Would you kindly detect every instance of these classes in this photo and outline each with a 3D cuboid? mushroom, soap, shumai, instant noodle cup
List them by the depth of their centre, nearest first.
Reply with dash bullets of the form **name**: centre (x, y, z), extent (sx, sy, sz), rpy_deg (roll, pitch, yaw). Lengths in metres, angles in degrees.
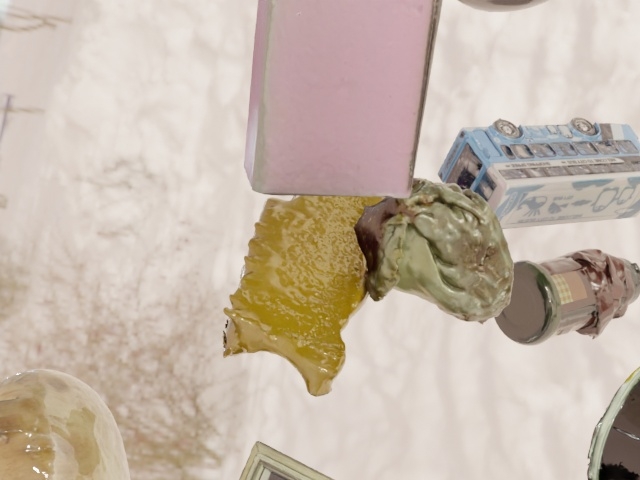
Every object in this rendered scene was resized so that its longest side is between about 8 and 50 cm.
- **soap**: centre (0.021, -0.174, 1.147), extent (0.081, 0.181, 0.259), rpy_deg (-112, 25, -60)
- **instant noodle cup**: centre (0.442, 0.255, 1.198), extent (0.236, 0.215, 0.216), rpy_deg (19, 98, 46)
- **shumai**: centre (0.121, 0.022, 1.249), extent (0.184, 0.142, 0.184), rpy_deg (58, 163, 29)
- **mushroom**: centre (-0.323, 0.269, 1.311), extent (0.184, 0.255, 0.255), rpy_deg (-19, 47, 16)
- **soap**: centre (0.000, 0.000, 1.333), extent (0.339, 0.169, 0.304), rpy_deg (-113, 41, -85)

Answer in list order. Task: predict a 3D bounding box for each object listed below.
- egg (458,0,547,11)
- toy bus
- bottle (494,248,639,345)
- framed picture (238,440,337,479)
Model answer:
- **egg**: centre (0.249, -0.366, 1.407), extent (0.198, 0.146, 0.146), rpy_deg (-22, 46, 19)
- **toy bus**: centre (0.320, -0.093, 1.536), extent (0.131, 0.297, 0.106), rpy_deg (63, 145, 34)
- **bottle**: centre (0.404, 0.090, 1.769), extent (0.156, 0.271, 0.143), rpy_deg (-39, 66, 48)
- **framed picture**: centre (0.017, 0.374, 1.161), extent (0.232, 0.296, 0.019), rpy_deg (-68, -11, 12)
